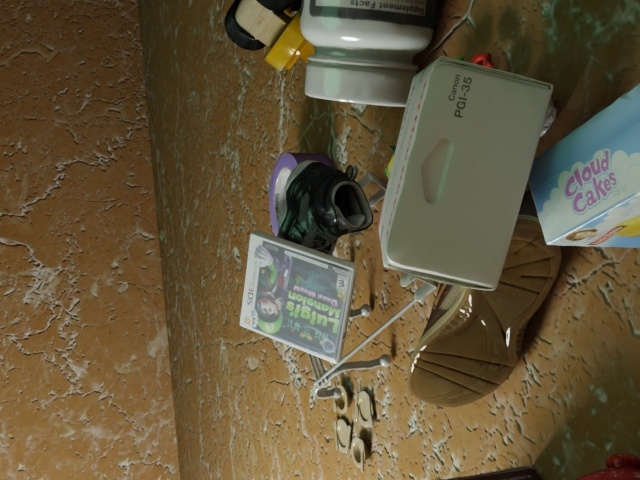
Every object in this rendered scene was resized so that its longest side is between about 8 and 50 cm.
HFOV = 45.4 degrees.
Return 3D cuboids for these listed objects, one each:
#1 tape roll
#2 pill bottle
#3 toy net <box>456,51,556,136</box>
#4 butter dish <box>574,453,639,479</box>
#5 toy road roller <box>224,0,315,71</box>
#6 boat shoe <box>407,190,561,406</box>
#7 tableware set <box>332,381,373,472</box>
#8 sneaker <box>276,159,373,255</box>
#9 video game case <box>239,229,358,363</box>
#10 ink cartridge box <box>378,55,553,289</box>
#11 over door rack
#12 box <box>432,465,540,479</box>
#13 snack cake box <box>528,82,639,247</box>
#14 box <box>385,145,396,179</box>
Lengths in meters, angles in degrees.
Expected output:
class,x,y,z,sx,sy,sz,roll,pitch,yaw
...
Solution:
class,x,y,z,sx,sy,sz,roll,pitch,yaw
tape roll,-0.036,-0.083,1.553,0.189,0.080,0.189,179,90,-66
pill bottle,0.076,-0.390,1.140,0.204,0.204,0.361,-147,60,-62
toy net,0.236,-0.178,0.987,0.232,0.045,0.122,25,104,61
butter dish,0.301,0.269,0.752,0.160,0.160,0.118,125,161,-53
toy road roller,0.004,-0.439,1.375,0.329,0.240,0.202,-59,12,-24
boat shoe,0.208,0.081,0.994,0.123,0.123,0.342,-72,-1,-51
tableware set,0.057,0.340,1.424,0.168,0.020,0.141,-173,83,-66
sneaker,0.000,0.000,1.255,0.153,0.101,0.269,6,87,53
video game case,-0.040,0.091,1.238,0.190,0.022,0.173,18,113,23
ink cartridge box,0.141,-0.077,0.839,0.283,0.117,0.207,-73,-4,-80
over door rack,0.068,0.087,1.314,0.324,0.108,0.239,-53,41,33
box,0.204,0.409,0.911,0.203,0.167,0.168,-117,35,-45
snack cake box,0.322,-0.079,0.654,0.264,0.152,0.089,136,129,-59
box,0.160,-0.063,1.078,0.043,0.105,0.179,118,144,-46
